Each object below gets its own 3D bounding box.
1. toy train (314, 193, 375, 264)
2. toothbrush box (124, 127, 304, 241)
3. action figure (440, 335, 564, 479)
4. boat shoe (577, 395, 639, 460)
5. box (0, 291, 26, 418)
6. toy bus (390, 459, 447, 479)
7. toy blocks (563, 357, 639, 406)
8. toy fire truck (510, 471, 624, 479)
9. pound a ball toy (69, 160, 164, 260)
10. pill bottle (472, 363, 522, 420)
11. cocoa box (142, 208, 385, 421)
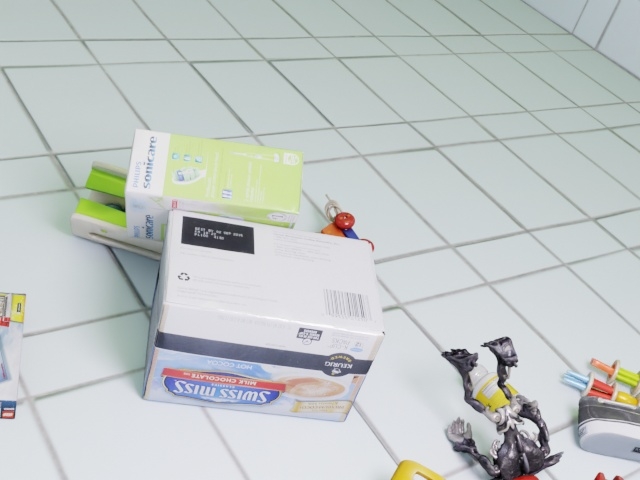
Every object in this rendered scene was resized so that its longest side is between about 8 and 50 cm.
[{"bbox_3d":[0.000,0.000,1.742,0.143,0.105,0.248,-15,45,-20],"label":"toy train"},{"bbox_3d":[-0.185,-0.077,1.466,0.283,0.206,0.122,8,68,-9],"label":"toothbrush box"},{"bbox_3d":[0.298,0.301,1.407,0.164,0.275,0.141,-17,4,-7],"label":"action figure"},{"bbox_3d":[0.611,0.345,1.532,0.306,0.113,0.105,9,50,1],"label":"boat shoe"},{"bbox_3d":[-0.541,0.168,1.303,0.159,0.044,0.233,5,37,-18],"label":"box"},{"bbox_3d":[0.113,0.411,1.222,0.191,0.104,0.202,0,39,-25],"label":"toy bus"},{"bbox_3d":[0.549,0.269,1.656,0.148,0.054,0.123,23,36,7],"label":"toy blocks"},{"bbox_3d":[0.366,0.395,1.233,0.217,0.246,0.158,3,37,-22],"label":"toy fire truck"},{"bbox_3d":[-0.285,-0.061,1.626,0.319,0.135,0.208,17,66,-5],"label":"pound a ball toy"},{"bbox_3d":[0.314,0.277,1.527,0.065,0.065,0.116,-16,48,-39],"label":"pill bottle"},{"bbox_3d":[-0.100,0.127,1.398,0.347,0.228,0.231,9,38,-13],"label":"cocoa box"}]
